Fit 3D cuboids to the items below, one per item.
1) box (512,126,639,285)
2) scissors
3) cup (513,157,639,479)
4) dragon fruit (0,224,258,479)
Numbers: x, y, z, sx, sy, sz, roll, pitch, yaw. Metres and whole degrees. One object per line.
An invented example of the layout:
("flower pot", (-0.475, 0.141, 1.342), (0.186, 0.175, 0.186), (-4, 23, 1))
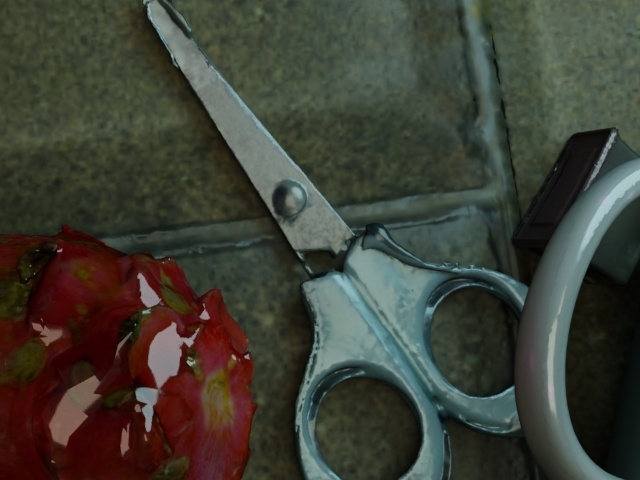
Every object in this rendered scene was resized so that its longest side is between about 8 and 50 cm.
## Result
("box", (0.172, -0.019, 1.075), (0.063, 0.060, 0.084), (32, 79, -15))
("scissors", (0.000, 0.000, 1.045), (0.191, 0.029, 0.360), (-36, 96, -12))
("cup", (0.264, 0.062, 0.978), (0.357, 0.259, 0.274), (19, 79, -27))
("dragon fruit", (-0.165, 0.093, 0.921), (0.268, 0.210, 0.205), (-2, 105, 5))
